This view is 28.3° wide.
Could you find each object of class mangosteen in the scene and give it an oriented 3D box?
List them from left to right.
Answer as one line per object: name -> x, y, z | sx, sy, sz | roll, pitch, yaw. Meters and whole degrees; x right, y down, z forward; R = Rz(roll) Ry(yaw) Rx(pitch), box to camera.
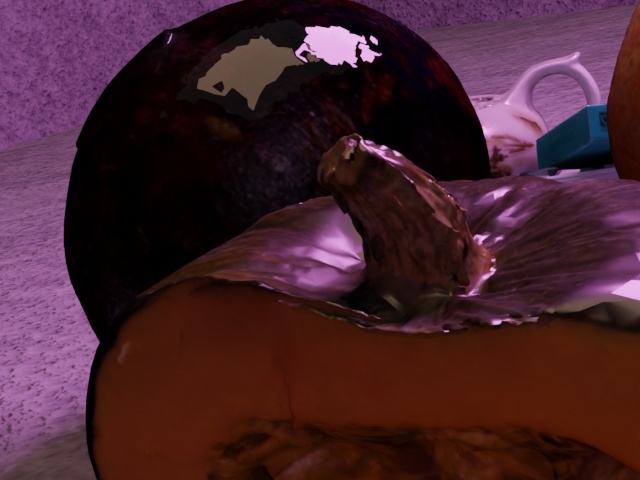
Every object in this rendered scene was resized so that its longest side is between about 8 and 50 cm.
mangosteen -> -0.014, -0.013, 0.817 | 0.311, 0.311, 0.311 | -11, 13, 3

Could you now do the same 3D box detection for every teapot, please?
teapot -> 0.152, -0.109, 1.357 | 0.298, 0.139, 0.204 | -10, 11, 7

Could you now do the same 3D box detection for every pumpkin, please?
pumpkin -> 0.073, 0.048, 0.563 | 0.325, 0.242, 0.232 | 1, 26, 28

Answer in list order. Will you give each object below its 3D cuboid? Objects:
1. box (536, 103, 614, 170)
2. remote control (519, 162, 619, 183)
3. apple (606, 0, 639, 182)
box -> 0.339, -0.101, 1.216 | 0.226, 0.042, 0.161 | -4, -5, -7
remote control -> 0.308, -0.055, 1.186 | 0.293, 0.051, 0.103 | -5, 0, 31
apple -> 0.342, -0.087, 0.819 | 0.301, 0.301, 0.301 | -11, 13, 3
